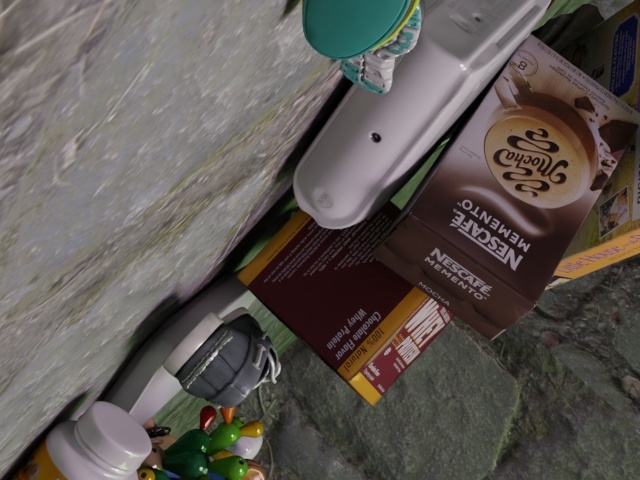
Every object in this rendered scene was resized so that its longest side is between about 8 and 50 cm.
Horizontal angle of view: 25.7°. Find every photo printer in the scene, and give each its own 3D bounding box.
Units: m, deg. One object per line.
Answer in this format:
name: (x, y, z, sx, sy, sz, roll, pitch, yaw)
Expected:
photo printer: (0.101, -0.157, 1.523, 0.256, 0.107, 0.307, -45, 175, -46)

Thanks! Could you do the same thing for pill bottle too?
pill bottle: (-0.282, 0.281, 1.543, 0.215, 0.117, 0.117, -49, 175, 14)

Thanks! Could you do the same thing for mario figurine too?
mario figurine: (-0.205, 0.285, 1.827, 0.320, 0.198, 0.170, 4, -111, 59)

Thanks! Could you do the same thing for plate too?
plate: (-0.187, 0.149, 1.747, 0.278, 0.045, 0.277, -52, 174, 35)

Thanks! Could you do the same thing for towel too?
towel: (0.205, -0.198, 1.847, 0.324, 0.056, 0.312, -38, -178, -3)

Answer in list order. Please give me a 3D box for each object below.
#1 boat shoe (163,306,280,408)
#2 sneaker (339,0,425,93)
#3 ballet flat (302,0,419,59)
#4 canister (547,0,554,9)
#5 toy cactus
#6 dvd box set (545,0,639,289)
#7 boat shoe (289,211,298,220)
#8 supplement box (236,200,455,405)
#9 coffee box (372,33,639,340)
boat shoe: (-0.103, 0.148, 1.642, 0.116, 0.099, 0.319, -49, 174, 0)
sneaker: (0.061, -0.198, 1.255, 0.076, 0.065, 0.166, -64, -177, -20)
ballet flat: (0.047, -0.209, 0.951, 0.077, 0.077, 0.231, -64, -179, -29)
canister: (0.231, -0.294, 1.775, 0.170, 0.073, 0.126, -42, 174, -40)
toy cactus: (-0.173, 0.257, 1.643, 0.219, 0.180, 0.112, -57, 140, -52)
dvd box set: (0.361, -0.125, 1.714, 0.420, 0.062, 0.307, 145, -46, -65)
boat shoe: (0.000, 0.001, 1.865, 0.227, 0.081, 0.079, -42, 138, -80)
supplement box: (0.046, 0.053, 1.674, 0.191, 0.194, 0.129, -47, 157, -4)
coffee box: (0.210, -0.061, 1.555, 0.297, 0.168, 0.119, -56, -178, -30)
